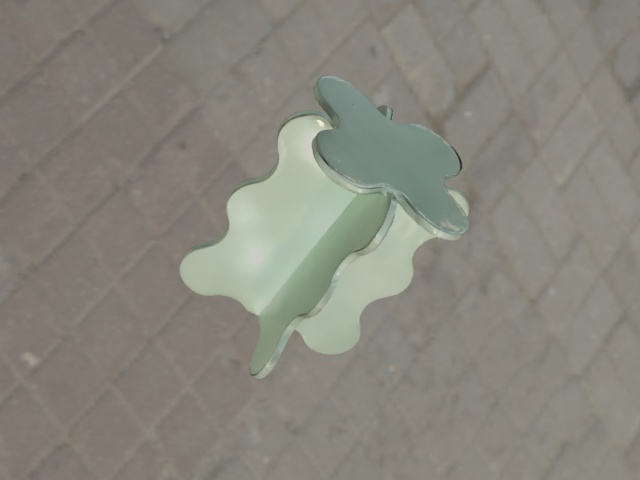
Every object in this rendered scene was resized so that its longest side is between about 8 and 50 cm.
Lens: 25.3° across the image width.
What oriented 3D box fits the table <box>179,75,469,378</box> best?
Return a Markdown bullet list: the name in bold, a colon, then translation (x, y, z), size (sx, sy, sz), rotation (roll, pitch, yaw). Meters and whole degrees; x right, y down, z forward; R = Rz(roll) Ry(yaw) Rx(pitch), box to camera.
- **table**: translation (0.000, 0.000, 1.113), size (0.166, 0.198, 0.166), rotation (27, 33, -20)
